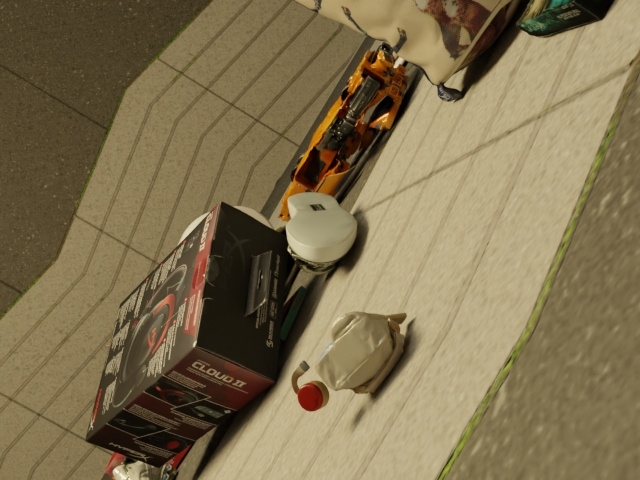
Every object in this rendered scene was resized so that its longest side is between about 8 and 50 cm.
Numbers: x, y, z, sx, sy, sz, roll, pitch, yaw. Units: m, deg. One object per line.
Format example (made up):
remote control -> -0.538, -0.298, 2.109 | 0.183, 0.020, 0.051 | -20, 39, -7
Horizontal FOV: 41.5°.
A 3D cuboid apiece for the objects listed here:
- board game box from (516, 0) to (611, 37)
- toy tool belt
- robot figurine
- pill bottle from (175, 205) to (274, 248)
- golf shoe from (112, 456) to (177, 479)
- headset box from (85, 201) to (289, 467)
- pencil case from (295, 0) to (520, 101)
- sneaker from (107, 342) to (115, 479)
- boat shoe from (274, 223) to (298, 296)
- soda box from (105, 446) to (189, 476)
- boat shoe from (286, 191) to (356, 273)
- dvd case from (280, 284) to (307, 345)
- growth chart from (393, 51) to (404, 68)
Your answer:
board game box -> 0.217, -0.237, 0.609 | 0.186, 0.026, 0.126 | -58, 8, 3
toy tool belt -> 0.024, 0.081, 0.569 | 0.083, 0.052, 0.051 | -52, -22, 24
robot figurine -> 0.039, -0.157, 1.259 | 0.291, 0.085, 0.211 | -54, 9, 35
pill bottle -> -0.179, 0.046, 1.526 | 0.176, 0.176, 0.318 | -62, 8, -22
golf shoe -> -0.252, 0.347, 1.151 | 0.069, 0.086, 0.176 | -57, 9, 2
headset box -> -0.151, 0.111, 1.020 | 0.293, 0.110, 0.218 | -41, 32, 37
pencil case -> 0.001, -0.306, 0.843 | 0.160, 0.410, 0.183 | -60, 0, -24
sneaker -> -0.300, 0.249, 1.427 | 0.321, 0.180, 0.124 | -55, 10, 2
boat shoe -> -0.089, 0.065, 1.220 | 0.227, 0.081, 0.068 | -61, 3, -36
soda box -> -0.216, 0.253, 1.262 | 0.263, 0.092, 0.083 | -56, 10, 18
boat shoe -> 0.000, 0.000, 0.970 | 0.219, 0.078, 0.070 | -101, 8, -74
dvd case -> -0.058, 0.118, 1.067 | 0.119, 0.013, 0.087 | -49, 12, 46
growth chart -> 0.134, -0.323, 1.553 | 0.172, 0.021, 0.237 | -59, 8, -8
